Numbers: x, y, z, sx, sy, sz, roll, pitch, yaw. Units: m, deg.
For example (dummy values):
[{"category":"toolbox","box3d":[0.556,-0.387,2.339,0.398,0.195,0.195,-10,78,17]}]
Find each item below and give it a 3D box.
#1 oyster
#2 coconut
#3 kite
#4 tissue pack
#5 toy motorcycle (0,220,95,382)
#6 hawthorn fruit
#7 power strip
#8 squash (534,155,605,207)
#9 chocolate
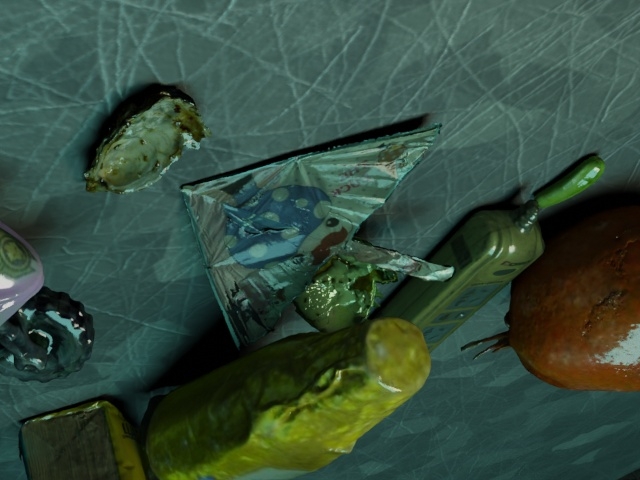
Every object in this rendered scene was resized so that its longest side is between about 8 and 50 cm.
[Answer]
[{"category":"oyster","box3d":[-0.150,-0.076,0.881,0.132,0.029,0.086,-23,147,15]},{"category":"coconut","box3d":[0.012,0.038,1.154,0.133,0.055,0.158,-19,137,2]},{"category":"kite","box3d":[0.000,0.000,1.068,0.314,0.011,0.335,19,127,-31]},{"category":"tissue pack","box3d":[-0.261,0.334,1.399,0.134,0.192,0.271,-17,154,-1]},{"category":"toy motorcycle","box3d":[-0.350,0.051,0.888,0.327,0.143,0.188,1,142,-6]},{"category":"hawthorn fruit","box3d":[0.301,0.082,1.285,0.299,0.211,0.211,-17,154,15]},{"category":"power strip","box3d":[0.146,0.068,1.302,0.092,0.066,0.387,-4,149,-32]},{"category":"squash","box3d":[0.265,-0.060,1.182,0.027,0.027,0.089,10,143,-43]},{"category":"chocolate","box3d":[-0.048,0.179,1.194,0.162,0.162,0.445,-1,160,-32]}]
